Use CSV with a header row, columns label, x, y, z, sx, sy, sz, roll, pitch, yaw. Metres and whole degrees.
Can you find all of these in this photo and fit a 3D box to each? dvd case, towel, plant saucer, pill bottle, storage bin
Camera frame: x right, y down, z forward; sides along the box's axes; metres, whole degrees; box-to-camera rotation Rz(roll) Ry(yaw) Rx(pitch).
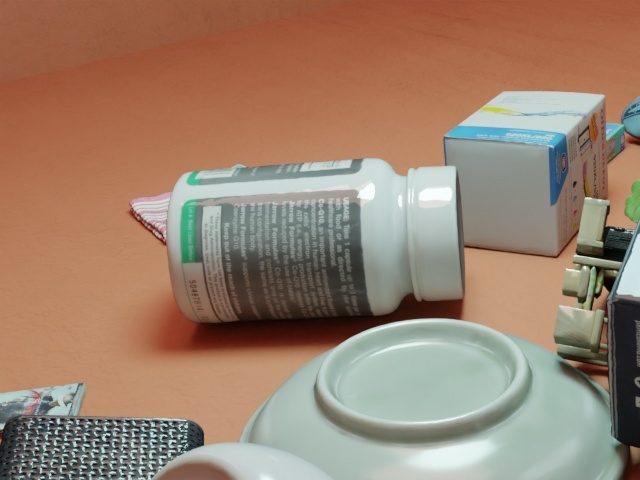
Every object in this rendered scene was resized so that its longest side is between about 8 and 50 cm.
label,x,y,z,sx,sy,sz,roll,pitch,yaw
dvd case,-0.343,0.201,1.261,0.120,0.013,0.087,-6,23,1
towel,-0.226,-0.051,1.792,0.144,0.029,0.197,-18,26,-22
plant saucer,0.107,0.170,1.087,0.401,0.100,0.400,-6,23,2
pill bottle,0.000,0.000,1.380,0.361,0.204,0.204,-3,24,10
storage bin,-0.196,0.229,0.958,0.180,0.122,0.084,2,35,-9

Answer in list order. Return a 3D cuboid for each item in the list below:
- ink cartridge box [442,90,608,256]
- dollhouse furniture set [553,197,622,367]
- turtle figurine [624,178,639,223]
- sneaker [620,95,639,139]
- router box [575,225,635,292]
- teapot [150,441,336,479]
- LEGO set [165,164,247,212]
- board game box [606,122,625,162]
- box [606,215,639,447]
label,x,y,z,sx,sy,sz,roll,pitch,yaw
ink cartridge box,0.307,-0.107,1.575,0.168,0.171,0.233,7,28,31
dollhouse furniture set,0.317,0.037,1.142,0.101,0.181,0.161,9,-11,17
turtle figurine,0.521,-0.055,1.326,0.266,0.198,0.274,22,63,-14
sneaker,0.592,-0.182,1.753,0.125,0.104,0.262,-26,29,-32
router box,0.411,0.036,1.273,0.179,0.133,0.046,12,74,37
teapot,-0.026,0.273,0.777,0.187,0.252,0.256,20,30,-36
LEGO set,-0.103,-0.062,1.713,0.244,0.060,0.182,23,40,32
board game box,0.393,-0.163,1.838,0.210,0.047,0.160,10,29,33
box,0.492,0.056,0.958,0.396,0.212,0.293,11,48,28
